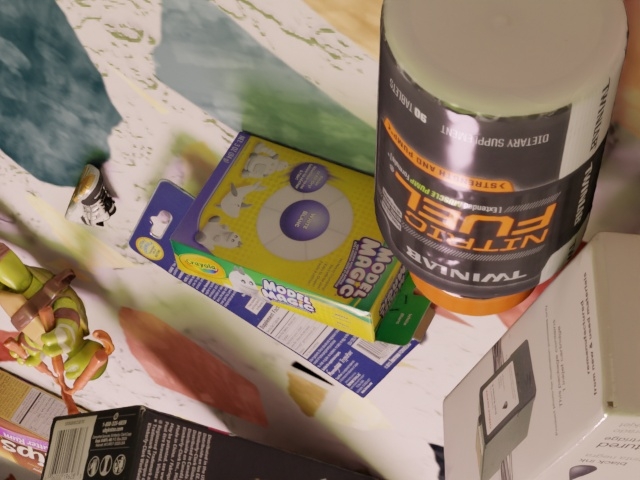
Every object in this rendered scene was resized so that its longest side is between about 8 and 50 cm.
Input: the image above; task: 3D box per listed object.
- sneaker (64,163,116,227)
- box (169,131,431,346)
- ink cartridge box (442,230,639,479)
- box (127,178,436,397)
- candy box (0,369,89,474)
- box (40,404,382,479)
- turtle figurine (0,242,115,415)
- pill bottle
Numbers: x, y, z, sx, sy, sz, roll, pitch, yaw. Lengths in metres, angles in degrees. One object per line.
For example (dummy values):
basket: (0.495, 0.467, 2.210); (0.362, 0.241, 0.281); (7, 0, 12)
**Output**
sneaker: (-0.177, -0.035, 1.435); (0.037, 0.032, 0.083); (21, 158, -9)
box: (0.000, 0.000, 1.234); (0.179, 0.105, 0.043); (20, 150, 19)
ink cartridge box: (0.210, 0.107, 1.115); (0.198, 0.114, 0.273); (5, 154, -13)
box: (-0.034, 0.028, 1.382); (0.225, 0.036, 0.136); (32, 151, -3)
candy box: (-0.312, 0.191, 1.890); (0.187, 0.053, 0.109); (25, 151, 15)
box: (-0.099, 0.250, 1.597); (0.270, 0.143, 0.165); (22, 160, -33)
turtle figurine: (-0.251, 0.049, 1.570); (0.217, 0.087, 0.269); (46, 165, -5)
pill bottle: (0.096, -0.053, 1.033); (0.130, 0.130, 0.245); (23, 151, 15)
